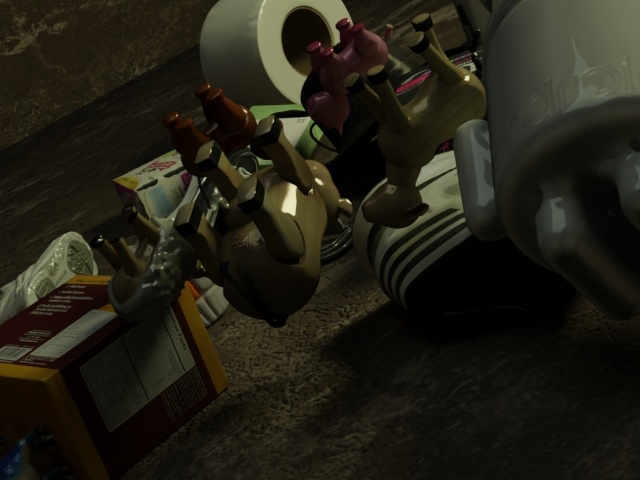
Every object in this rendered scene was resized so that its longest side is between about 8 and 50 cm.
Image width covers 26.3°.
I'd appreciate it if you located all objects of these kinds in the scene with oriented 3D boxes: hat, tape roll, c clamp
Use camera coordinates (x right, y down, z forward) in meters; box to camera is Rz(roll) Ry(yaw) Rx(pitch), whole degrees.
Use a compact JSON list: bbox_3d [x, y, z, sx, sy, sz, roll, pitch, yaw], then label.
[{"bbox_3d":[0.062,-0.222,1.941,0.331,0.134,0.331,-40,-1,-1],"label":"hat"},{"bbox_3d":[-0.076,-0.348,2.498,0.169,0.246,0.246,-5,25,46],"label":"tape roll"},{"bbox_3d":[0.000,0.000,1.708,0.160,0.022,0.137,-12,25,30],"label":"c clamp"}]

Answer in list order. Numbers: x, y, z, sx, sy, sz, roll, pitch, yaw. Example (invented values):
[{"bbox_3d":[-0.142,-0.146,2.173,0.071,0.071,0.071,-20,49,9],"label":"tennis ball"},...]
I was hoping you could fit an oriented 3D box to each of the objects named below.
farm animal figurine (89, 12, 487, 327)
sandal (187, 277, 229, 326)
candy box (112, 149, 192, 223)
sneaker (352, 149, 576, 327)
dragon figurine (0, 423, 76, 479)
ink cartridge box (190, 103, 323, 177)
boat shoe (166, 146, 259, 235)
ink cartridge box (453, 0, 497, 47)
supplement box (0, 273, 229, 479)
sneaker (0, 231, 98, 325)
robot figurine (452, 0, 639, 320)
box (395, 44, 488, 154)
[{"bbox_3d":[-0.012,-0.047,1.297,0.330,0.172,0.327,-9,39,38],"label":"farm animal figurine"},{"bbox_3d":[-0.224,0.092,1.576,0.265,0.102,0.076,-34,22,-26],"label":"sandal"},{"bbox_3d":[-0.210,-0.113,2.252,0.233,0.071,0.159,-29,18,-15],"label":"candy box"},{"bbox_3d":[0.259,-0.046,1.311,0.447,0.169,0.257,-32,25,1],"label":"sneaker"},{"bbox_3d":[-0.327,0.242,1.276,0.289,0.085,0.144,-5,24,45],"label":"dragon figurine"},{"bbox_3d":[-0.083,-0.167,2.128,0.171,0.056,0.235,0,40,24],"label":"ink cartridge box"},{"bbox_3d":[-0.128,-0.047,1.868,0.105,0.113,0.306,-8,24,25],"label":"boat shoe"},{"bbox_3d":[0.294,-0.308,1.789,0.211,0.289,0.121,-24,19,0],"label":"ink cartridge box"},{"bbox_3d":[-0.237,0.137,1.381,0.191,0.129,0.194,0,28,45],"label":"supplement box"},{"bbox_3d":[-0.399,0.062,1.942,0.115,0.090,0.232,-21,15,23],"label":"sneaker"},{"bbox_3d":[0.237,-0.108,1.117,0.300,0.200,0.353,-27,40,27],"label":"robot figurine"},{"bbox_3d":[0.183,-0.130,1.637,0.165,0.143,0.270,-20,17,14],"label":"box"}]
